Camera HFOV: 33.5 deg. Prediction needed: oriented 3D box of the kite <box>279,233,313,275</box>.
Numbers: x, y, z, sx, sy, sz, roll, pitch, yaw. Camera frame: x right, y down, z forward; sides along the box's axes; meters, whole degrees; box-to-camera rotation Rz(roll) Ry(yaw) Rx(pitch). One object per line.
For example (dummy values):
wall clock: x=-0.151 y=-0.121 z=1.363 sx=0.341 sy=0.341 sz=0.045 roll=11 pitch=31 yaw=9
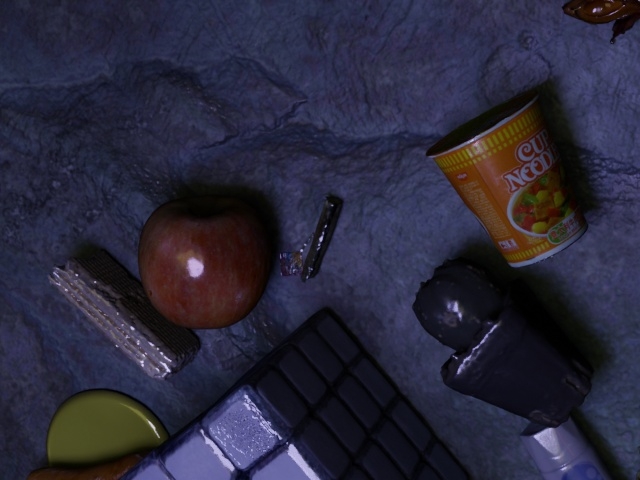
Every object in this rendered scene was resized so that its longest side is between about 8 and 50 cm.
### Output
kite: x=-0.038 y=0.020 z=1.549 sx=0.044 sy=0.002 sz=0.078 roll=19 pitch=108 yaw=14

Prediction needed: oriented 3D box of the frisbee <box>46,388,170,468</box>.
frisbee: x=-0.341 y=0.351 z=1.712 sx=0.236 sy=0.017 sz=0.235 roll=4 pitch=103 yaw=17

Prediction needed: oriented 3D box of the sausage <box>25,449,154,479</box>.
sausage: x=-0.335 y=0.387 z=1.655 sx=0.271 sy=0.109 sz=0.108 roll=-16 pitch=96 yaw=21

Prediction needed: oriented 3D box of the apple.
apple: x=-0.162 y=0.030 z=1.498 sx=0.188 sy=0.188 sz=0.173 roll=12 pitch=115 yaw=16

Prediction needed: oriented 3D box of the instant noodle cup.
instant noodle cup: x=0.248 y=-0.071 z=1.363 sx=0.168 sy=0.168 sz=0.185 roll=-27 pitch=99 yaw=21

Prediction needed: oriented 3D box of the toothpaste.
toothpaste: x=0.403 y=0.401 z=1.443 sx=0.371 sy=0.080 sz=0.125 roll=57 pitch=148 yaw=-1

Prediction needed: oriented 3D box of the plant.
plant: x=0.233 y=0.134 z=1.398 sx=0.256 sy=0.164 sz=0.142 roll=43 pitch=112 yaw=5

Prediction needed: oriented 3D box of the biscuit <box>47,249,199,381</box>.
biscuit: x=-0.292 y=0.109 z=1.596 sx=0.239 sy=0.108 sz=0.061 roll=41 pitch=108 yaw=6

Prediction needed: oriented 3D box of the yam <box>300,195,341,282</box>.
yam: x=0.000 y=0.000 z=1.522 sx=0.027 sy=0.033 sz=0.129 roll=14 pitch=112 yaw=-13

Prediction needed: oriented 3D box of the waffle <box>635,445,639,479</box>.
waffle: x=0.527 y=0.359 z=1.405 sx=0.208 sy=0.054 sz=0.214 roll=-6 pitch=102 yaw=23

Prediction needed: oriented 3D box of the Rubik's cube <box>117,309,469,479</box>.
Rubik's cube: x=-0.048 y=0.355 z=1.440 sx=0.337 sy=0.344 sz=0.343 roll=-41 pitch=88 yaw=22

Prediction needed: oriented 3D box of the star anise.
star anise: x=0.391 y=-0.326 z=1.297 sx=0.213 sy=0.053 sz=0.157 roll=-12 pitch=117 yaw=28
